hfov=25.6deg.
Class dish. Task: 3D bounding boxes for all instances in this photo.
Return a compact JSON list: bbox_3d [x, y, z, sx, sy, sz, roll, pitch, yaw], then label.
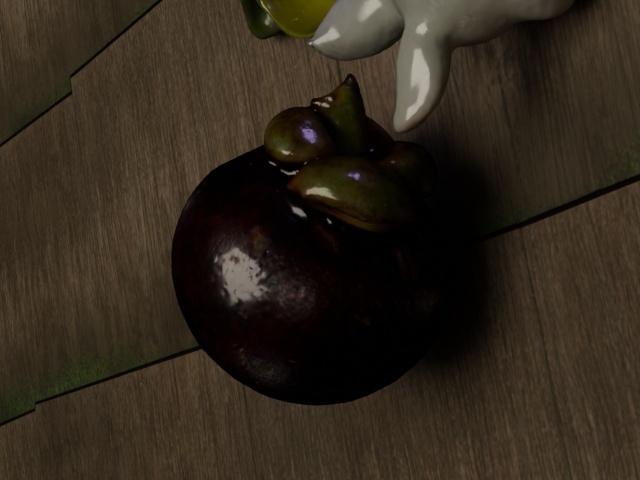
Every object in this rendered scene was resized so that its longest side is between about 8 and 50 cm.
[{"bbox_3d":[-0.009,-0.319,1.653,0.207,0.080,0.149,39,132,39],"label":"dish"}]

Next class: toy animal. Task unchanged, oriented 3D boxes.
[{"bbox_3d":[0.128,-0.292,1.319,0.196,0.241,0.368,55,134,41],"label":"toy animal"}]

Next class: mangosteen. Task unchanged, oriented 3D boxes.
[{"bbox_3d":[0.000,0.000,1.474,0.307,0.306,0.347,47,125,44],"label":"mangosteen"}]

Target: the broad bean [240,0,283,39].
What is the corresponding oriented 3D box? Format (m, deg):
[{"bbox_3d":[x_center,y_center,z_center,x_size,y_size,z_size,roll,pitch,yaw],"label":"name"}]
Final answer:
[{"bbox_3d":[-0.063,-0.361,1.760,0.153,0.072,0.207,-9,95,56],"label":"broad bean"}]
